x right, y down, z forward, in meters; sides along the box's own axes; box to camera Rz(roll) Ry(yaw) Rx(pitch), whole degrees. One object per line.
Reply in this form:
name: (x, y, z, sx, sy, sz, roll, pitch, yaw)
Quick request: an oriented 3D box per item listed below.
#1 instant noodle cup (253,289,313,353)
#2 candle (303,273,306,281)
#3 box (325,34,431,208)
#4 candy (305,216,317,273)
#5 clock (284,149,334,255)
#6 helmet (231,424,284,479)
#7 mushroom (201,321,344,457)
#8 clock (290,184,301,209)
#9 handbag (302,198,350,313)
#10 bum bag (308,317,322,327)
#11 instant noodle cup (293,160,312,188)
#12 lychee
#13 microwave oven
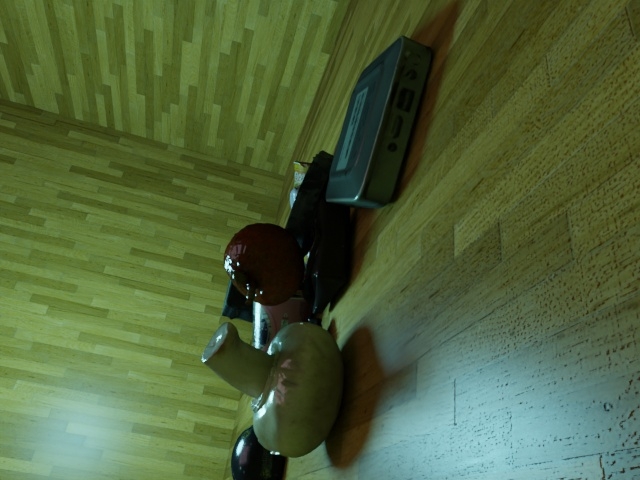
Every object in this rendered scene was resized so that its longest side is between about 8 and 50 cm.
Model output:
instant noodle cup: (-0.136, 0.293, 1.759, 0.244, 0.244, 0.255, -160, 76, -80)
candle: (-0.052, 0.126, 2.045, 0.167, 0.021, 0.026, 121, 141, -56)
box: (0.132, -0.279, 1.335, 0.396, 0.111, 0.395, -165, 90, -79)
candy: (0.001, 0.001, 1.744, 0.059, 0.086, 0.292, -73, 2, -60)
clock: (-0.028, -0.123, 1.812, 0.386, 0.076, 0.386, 21, -90, -85)
helmet: (-0.214, 0.728, 1.700, 0.230, 0.160, 0.278, 127, 156, -62)
mushroom: (-0.068, 0.319, 1.235, 0.315, 0.315, 0.356, -134, 24, -78)
clock: (-0.051, -0.139, 2.049, 0.080, 0.117, 0.176, 24, 125, 50)
handbag: (0.015, 0.053, 1.541, 0.257, 0.114, 0.285, 103, 174, -54)
bum bag: (-0.042, 0.344, 1.539, 0.326, 0.080, 0.142, 119, 155, -44)
instant noodle cup: (-0.042, -0.223, 2.138, 0.168, 0.168, 0.185, -122, 39, -76)
lychee: (-0.171, 0.078, 1.567, 0.300, 0.255, 0.255, -49, -9, -38)
microwave oven: (-0.226, 0.239, 2.056, 0.237, 0.295, 0.181, 127, 156, -65)
